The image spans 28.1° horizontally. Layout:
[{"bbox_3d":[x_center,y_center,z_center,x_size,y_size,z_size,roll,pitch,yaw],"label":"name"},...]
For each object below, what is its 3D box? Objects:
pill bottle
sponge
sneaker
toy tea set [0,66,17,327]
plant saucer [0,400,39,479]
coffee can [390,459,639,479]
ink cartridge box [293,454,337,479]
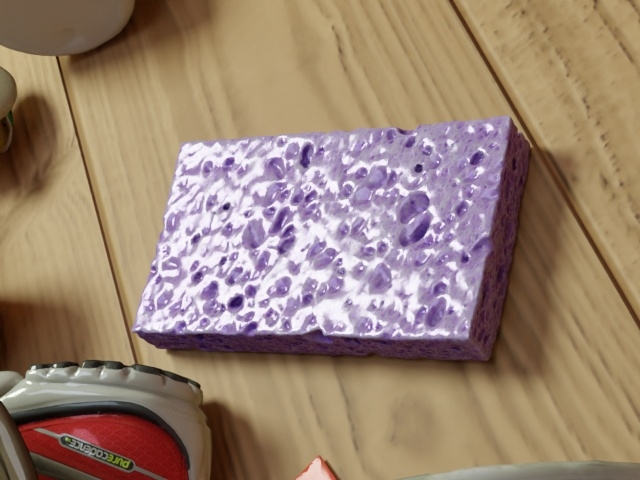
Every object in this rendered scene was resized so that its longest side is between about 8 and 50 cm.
[{"bbox_3d":[-0.178,-0.239,0.859,0.117,0.117,0.209,-19,56,26],"label":"pill bottle"},{"bbox_3d":[0.000,0.000,0.655,0.210,0.031,0.117,-1,65,35],"label":"sponge"},{"bbox_3d":[-0.190,0.132,0.646,0.278,0.107,0.118,-10,70,15],"label":"sneaker"},{"bbox_3d":[-0.291,-0.021,0.825,0.199,0.124,0.336,2,40,-1],"label":"toy tea set"},{"bbox_3d":[-0.234,0.167,0.562,0.277,0.041,0.278,-6,69,17],"label":"plant saucer"},{"bbox_3d":[0.066,0.229,0.365,0.201,0.201,0.275,-22,54,24],"label":"coffee can"},{"bbox_3d":[-0.033,0.155,0.592,0.115,0.029,0.063,-45,48,6],"label":"ink cartridge box"}]
